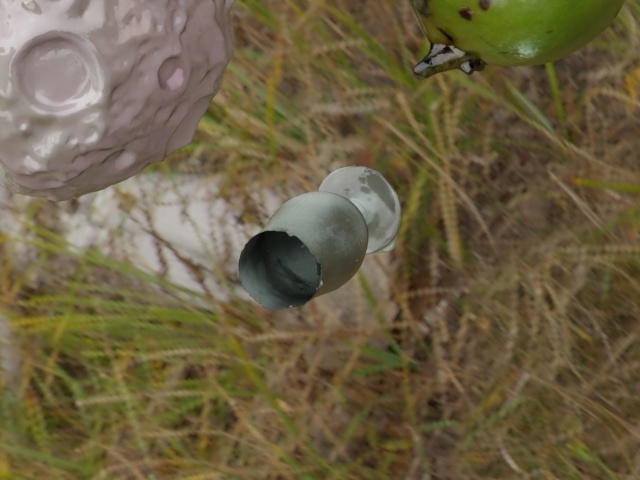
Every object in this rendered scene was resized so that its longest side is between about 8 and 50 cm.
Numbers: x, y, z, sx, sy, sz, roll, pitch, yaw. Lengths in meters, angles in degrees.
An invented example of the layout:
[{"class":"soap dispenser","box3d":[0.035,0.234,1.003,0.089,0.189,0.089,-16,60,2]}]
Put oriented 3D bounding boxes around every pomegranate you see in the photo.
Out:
[{"class":"pomegranate","box3d":[0.118,-0.206,1.006,0.156,0.156,0.220,0,84,28]}]

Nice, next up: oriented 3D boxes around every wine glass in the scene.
[{"class":"wine glass","box3d":[0.000,0.000,1.631,0.103,0.222,0.103,7,109,22]}]

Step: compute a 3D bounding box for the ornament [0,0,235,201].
[{"class":"ornament","box3d":[-0.175,-0.159,1.107,0.259,0.259,0.225,32,73,33]}]
